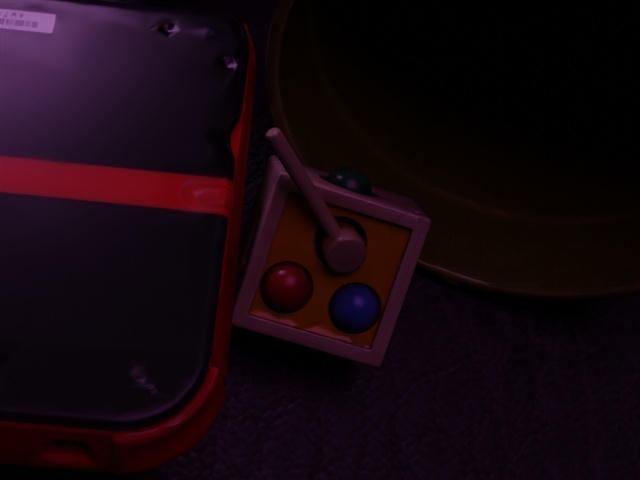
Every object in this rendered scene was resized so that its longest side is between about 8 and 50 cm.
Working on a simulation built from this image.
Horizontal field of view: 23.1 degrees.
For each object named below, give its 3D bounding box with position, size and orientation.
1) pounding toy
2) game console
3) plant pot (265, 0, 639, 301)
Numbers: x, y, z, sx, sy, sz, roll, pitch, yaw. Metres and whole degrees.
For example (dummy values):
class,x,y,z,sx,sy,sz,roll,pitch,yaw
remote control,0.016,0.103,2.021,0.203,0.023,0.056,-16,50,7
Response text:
class,x,y,z,sx,sy,sz,roll,pitch,yaw
pounding toy,0.000,0.000,1.067,0.130,0.100,0.141,17,101,-11
game console,-0.244,-0.024,1.023,0.386,0.060,0.342,6,58,-3
plant pot,0.180,-0.208,1.158,0.366,0.366,0.353,24,47,-7
